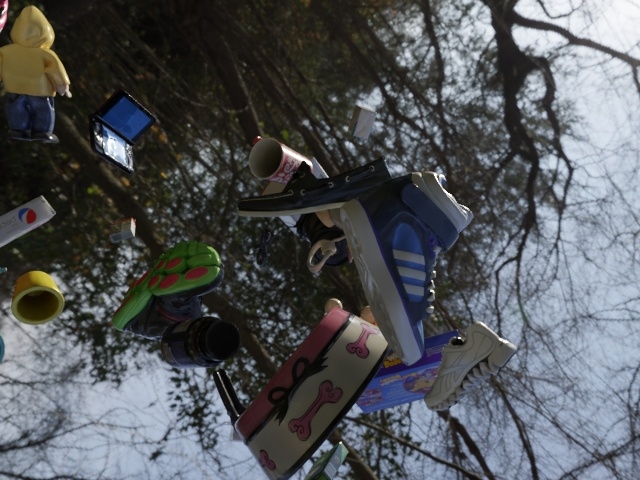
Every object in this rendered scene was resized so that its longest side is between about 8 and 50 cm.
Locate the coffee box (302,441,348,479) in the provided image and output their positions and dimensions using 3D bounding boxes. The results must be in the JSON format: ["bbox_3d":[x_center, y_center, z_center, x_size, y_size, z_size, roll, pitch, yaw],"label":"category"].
[{"bbox_3d":[0.006,0.633,1.417,0.113,0.040,0.184,-44,171,13],"label":"coffee box"}]

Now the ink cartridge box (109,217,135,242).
[{"bbox_3d":[-0.565,-0.038,1.476,0.063,0.029,0.115,-17,-148,-8],"label":"ink cartridge box"}]

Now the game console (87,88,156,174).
[{"bbox_3d":[-0.419,-0.229,1.114,0.085,0.144,0.124,-16,-108,10],"label":"game console"}]

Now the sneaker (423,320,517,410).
[{"bbox_3d":[0.325,0.296,1.211,0.110,0.118,0.292,-26,156,-48],"label":"sneaker"}]

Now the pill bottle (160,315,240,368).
[{"bbox_3d":[-0.292,0.249,1.261,0.219,0.123,0.122,-17,-145,48],"label":"pill bottle"}]

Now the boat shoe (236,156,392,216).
[{"bbox_3d":[-0.010,-0.116,1.084,0.340,0.113,0.127,-7,-171,-1],"label":"boat shoe"}]

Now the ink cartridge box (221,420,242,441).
[{"bbox_3d":[-0.263,0.685,1.836,0.104,0.180,0.060,125,-28,-61],"label":"ink cartridge box"}]

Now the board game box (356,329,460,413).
[{"bbox_3d":[0.250,0.384,1.483,0.347,0.233,0.078,-18,-130,11],"label":"board game box"}]

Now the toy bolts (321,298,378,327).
[{"bbox_3d":[0.119,0.273,1.778,0.229,0.158,0.218,3,-164,18],"label":"toy bolts"}]

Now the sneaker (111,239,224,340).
[{"bbox_3d":[-0.392,0.152,1.430,0.483,0.202,0.185,-30,-146,42],"label":"sneaker"}]

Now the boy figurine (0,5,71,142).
[{"bbox_3d":[-0.642,-0.361,1.132,0.092,0.177,0.285,-132,-137,-82],"label":"boy figurine"}]

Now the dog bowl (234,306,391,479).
[{"bbox_3d":[-0.021,0.317,1.131,0.408,0.150,0.408,-50,174,-8],"label":"dog bowl"}]

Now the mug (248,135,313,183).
[{"bbox_3d":[-0.106,-0.226,1.440,0.113,0.169,0.150,-20,-106,28],"label":"mug"}]

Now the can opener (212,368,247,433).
[{"bbox_3d":[-0.238,0.428,1.370,0.073,0.186,0.059,-34,167,23],"label":"can opener"}]

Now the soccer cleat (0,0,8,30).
[{"bbox_3d":[-0.637,-0.456,0.879,0.143,0.331,0.116,-33,168,30],"label":"soccer cleat"}]

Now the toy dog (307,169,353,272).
[{"bbox_3d":[0.098,-0.033,1.379,0.220,0.161,0.333,-28,-141,32],"label":"toy dog"}]

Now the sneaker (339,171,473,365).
[{"bbox_3d":[0.192,0.037,0.929,0.236,0.322,0.130,-22,-175,-10],"label":"sneaker"}]

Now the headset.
[{"bbox_3d":[0.000,0.000,1.582,0.243,0.394,0.185,51,-48,50],"label":"headset"}]

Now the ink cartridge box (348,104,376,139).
[{"bbox_3d":[0.152,-0.448,1.946,0.181,0.062,0.104,-104,-149,-70],"label":"ink cartridge box"}]

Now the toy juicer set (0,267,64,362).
[{"bbox_3d":[-0.549,0.139,0.713,0.329,0.209,0.089,-43,-136,-3],"label":"toy juicer set"}]

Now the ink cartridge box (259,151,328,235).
[{"bbox_3d":[-0.054,-0.143,1.773,0.114,0.273,0.197,23,-106,37],"label":"ink cartridge box"}]

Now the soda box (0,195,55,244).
[{"bbox_3d":[-0.873,-0.043,1.469,0.074,0.069,0.216,-22,-163,41],"label":"soda box"}]
